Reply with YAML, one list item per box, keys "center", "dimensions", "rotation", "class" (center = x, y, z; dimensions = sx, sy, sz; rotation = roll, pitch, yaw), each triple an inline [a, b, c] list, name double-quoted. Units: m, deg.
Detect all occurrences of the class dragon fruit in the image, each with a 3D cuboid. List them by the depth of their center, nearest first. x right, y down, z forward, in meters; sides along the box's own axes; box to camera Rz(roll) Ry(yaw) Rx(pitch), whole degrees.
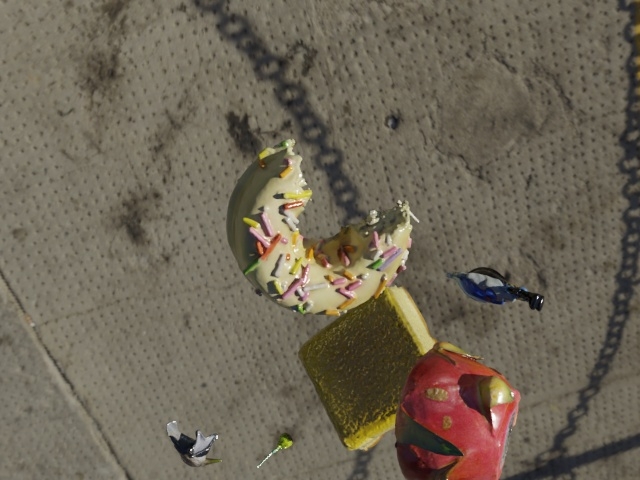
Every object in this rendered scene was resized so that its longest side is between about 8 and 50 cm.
- center: [0.277, 0.356, 1.320]
  dimensions: [0.189, 0.290, 0.291]
  rotation: [8, 127, 31]
  class: "dragon fruit"

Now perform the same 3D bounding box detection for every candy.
- center: [-0.120, 0.543, 1.781]
  dimensions: [0.123, 0.035, 0.035]
  rotation: [-36, 142, -31]
  class: "candy"

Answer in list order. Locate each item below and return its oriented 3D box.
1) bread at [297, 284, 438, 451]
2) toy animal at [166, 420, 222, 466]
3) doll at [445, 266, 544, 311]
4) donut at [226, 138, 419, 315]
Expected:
- center: [0.138, 0.325, 1.767]
  dimensions: [0.333, 0.324, 0.143]
  rotation: [-36, 152, 18]
  class: "bread"
- center: [-0.274, 0.455, 1.496]
  dimensions: [0.105, 0.070, 0.202]
  rotation: [17, 146, 14]
  class: "toy animal"
- center: [0.334, 0.091, 1.344]
  dimensions: [0.096, 0.195, 0.070]
  rotation: [31, 78, -58]
  class: "doll"
- center: [-0.010, 0.003, 1.347]
  dimensions: [0.371, 0.150, 0.307]
  rotation: [27, 104, -21]
  class: "donut"
